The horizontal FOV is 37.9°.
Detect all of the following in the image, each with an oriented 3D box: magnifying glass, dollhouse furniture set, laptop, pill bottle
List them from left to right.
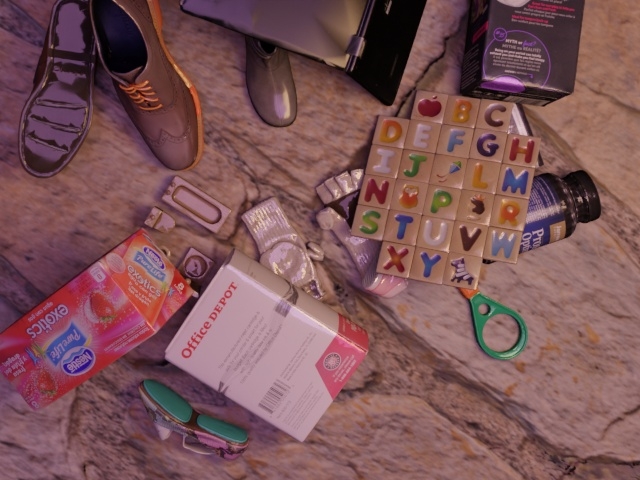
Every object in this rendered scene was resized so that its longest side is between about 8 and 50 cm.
[{"bbox_3d":[-0.227,-0.010,1.577,0.144,0.123,0.151,33,91,-7],"label":"dollhouse furniture set"},{"bbox_3d":[0.021,-0.463,1.487,0.236,0.408,0.381,19,92,19],"label":"laptop"},{"bbox_3d":[0.290,0.117,1.687,0.092,0.026,0.231,-37,98,-1],"label":"magnifying glass"},{"bbox_3d":[0.369,-0.047,1.631,0.219,0.123,0.122,-18,96,-3],"label":"pill bottle"}]

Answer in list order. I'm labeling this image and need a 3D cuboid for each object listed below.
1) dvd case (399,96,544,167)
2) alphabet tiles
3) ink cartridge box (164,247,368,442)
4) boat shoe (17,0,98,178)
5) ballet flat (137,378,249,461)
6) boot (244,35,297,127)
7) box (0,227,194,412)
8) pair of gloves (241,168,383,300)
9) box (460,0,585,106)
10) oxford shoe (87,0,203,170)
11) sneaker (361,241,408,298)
[{"bbox_3d":[0.270,-0.170,1.665,0.221,0.018,0.164,-22,95,-2],"label":"dvd case"},{"bbox_3d":[0.213,-0.092,1.589,0.285,0.011,0.342,10,75,14],"label":"alphabet tiles"},{"bbox_3d":[-0.090,0.175,1.590,0.283,0.117,0.207,33,104,-7],"label":"ink cartridge box"},{"bbox_3d":[-0.425,-0.252,1.555,0.111,0.104,0.307,17,91,-15],"label":"boat shoe"},{"bbox_3d":[-0.234,0.327,1.634,0.222,0.077,0.079,29,111,-7],"label":"ballet flat"},{"bbox_3d":[-0.091,-0.308,1.546,0.084,0.161,0.246,-11,98,-2],"label":"boot"},{"bbox_3d":[-0.374,0.129,1.503,0.300,0.154,0.142,-33,99,26],"label":"box"},{"bbox_3d":[0.000,0.000,1.641,0.240,0.042,0.204,-21,96,-3],"label":"pair of gloves"},{"bbox_3d":[0.346,-0.379,1.585,0.165,0.143,0.270,8,89,-6],"label":"box"},{"bbox_3d":[-0.292,-0.255,1.504,0.130,0.132,0.363,-12,121,15],"label":"oxford shoe"},{"bbox_3d":[0.132,0.041,1.632,0.070,0.051,0.134,34,84,-30],"label":"sneaker"}]
